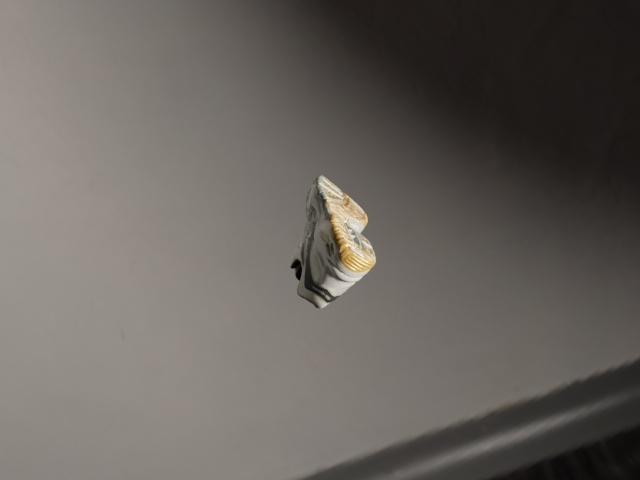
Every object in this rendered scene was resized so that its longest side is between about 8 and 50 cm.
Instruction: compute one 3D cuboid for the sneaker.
[{"bbox_3d":[0.000,0.000,0.613,0.032,0.083,0.037,37,108,-15],"label":"sneaker"}]
